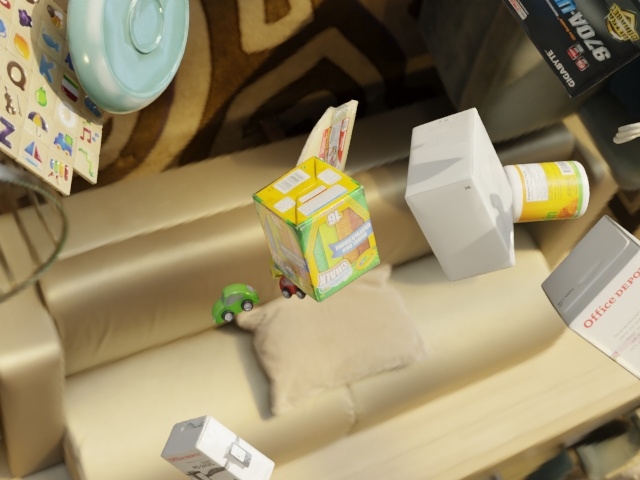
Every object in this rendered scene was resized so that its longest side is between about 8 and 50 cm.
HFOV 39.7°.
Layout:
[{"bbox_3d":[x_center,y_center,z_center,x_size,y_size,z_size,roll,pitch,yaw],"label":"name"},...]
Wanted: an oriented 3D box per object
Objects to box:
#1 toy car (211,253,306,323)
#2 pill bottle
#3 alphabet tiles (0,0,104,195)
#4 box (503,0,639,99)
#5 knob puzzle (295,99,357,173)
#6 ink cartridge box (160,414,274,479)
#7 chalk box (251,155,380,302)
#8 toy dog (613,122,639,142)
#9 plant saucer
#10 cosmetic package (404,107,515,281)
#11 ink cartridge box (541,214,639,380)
[{"bbox_3d":[-0.110,0.081,1.655,0.225,0.053,0.239,-29,-162,-2],"label":"toy car"},{"bbox_3d":[0.492,-0.113,2.098,0.246,0.136,0.136,-4,153,-6],"label":"pill bottle"},{"bbox_3d":[-0.444,-0.253,1.418,0.011,0.342,0.285,-16,147,22],"label":"alphabet tiles"},{"bbox_3d":[0.398,-0.356,1.356,0.175,0.220,0.051,-36,178,44],"label":"box"},{"bbox_3d":[-0.002,-0.163,1.660,0.213,0.030,0.213,-50,154,-35],"label":"knob puzzle"},{"bbox_3d":[-0.170,0.358,1.451,0.150,0.063,0.109,42,138,-23],"label":"ink cartridge box"},{"bbox_3d":[0.000,0.000,1.426,0.132,0.132,0.213,-34,133,-19],"label":"chalk box"},{"bbox_3d":[0.653,-0.138,1.506,0.220,0.161,0.334,-9,-177,37],"label":"toy dog"},{"bbox_3d":[-0.304,-0.366,1.482,0.044,0.317,0.317,12,168,22],"label":"plant saucer"},{"bbox_3d":[0.268,-0.085,1.683,0.138,0.224,0.224,-17,125,22],"label":"cosmetic package"},{"bbox_3d":[0.605,0.125,1.699,0.198,0.270,0.197,-51,-165,15],"label":"ink cartridge box"}]
